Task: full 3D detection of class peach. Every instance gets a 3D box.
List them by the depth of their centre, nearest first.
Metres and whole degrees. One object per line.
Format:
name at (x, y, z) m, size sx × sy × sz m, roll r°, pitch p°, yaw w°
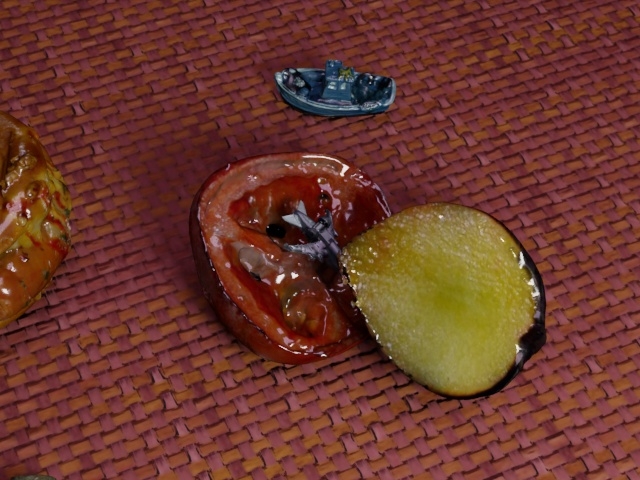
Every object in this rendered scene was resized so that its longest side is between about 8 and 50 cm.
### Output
peach at (0.106, 0.056, 1.378) m, size 0.279 × 0.068 × 0.189 m, roll 21°, pitch 68°, yaw -34°

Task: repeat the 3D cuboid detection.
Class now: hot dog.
hot dog at (-0.324, -0.023, 1.399) m, size 0.153 × 0.150 × 0.256 m, roll -5°, pitch 52°, yaw 2°

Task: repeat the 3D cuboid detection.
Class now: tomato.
tomato at (-0.033, 0.023, 1.417) m, size 0.228 × 0.101 × 0.228 m, roll 11°, pitch 60°, yaw -19°

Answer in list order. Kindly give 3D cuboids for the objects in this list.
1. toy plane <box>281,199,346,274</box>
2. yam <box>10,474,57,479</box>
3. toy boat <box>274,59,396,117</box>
toy plane at (0.000, 0.000, 1.368) m, size 0.083 × 0.031 × 0.078 m, roll 44°, pitch 44°, yaw 2°
yam at (-0.245, 0.245, 1.261) m, size 0.043 × 0.043 × 0.094 m, roll -13°, pitch 56°, yaw -15°
toy boat at (0.016, -0.172, 1.595) m, size 0.137 × 0.061 × 0.060 m, roll 5°, pitch 52°, yaw -1°
